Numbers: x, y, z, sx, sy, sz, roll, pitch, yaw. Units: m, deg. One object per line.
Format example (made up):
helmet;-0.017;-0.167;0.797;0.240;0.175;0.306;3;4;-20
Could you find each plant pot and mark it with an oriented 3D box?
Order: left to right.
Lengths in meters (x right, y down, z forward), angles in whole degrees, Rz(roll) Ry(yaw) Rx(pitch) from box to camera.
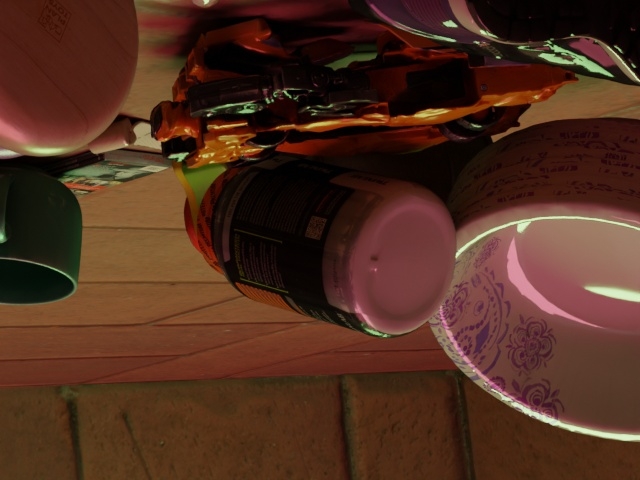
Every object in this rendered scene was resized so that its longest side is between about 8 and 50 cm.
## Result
plant pot;0.039;-0.038;1.648;0.165;0.167;0.167;7;165;-28

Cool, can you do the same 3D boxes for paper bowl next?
paper bowl;0.231;0.017;1.527;0.284;0.148;0.284;14;141;12

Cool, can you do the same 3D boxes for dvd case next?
dvd case;-0.203;-0.060;1.735;0.119;0.013;0.087;-13;169;38

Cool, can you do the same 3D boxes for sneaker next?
sneaker;0.130;-0.157;1.212;0.124;0.107;0.283;4;177;42

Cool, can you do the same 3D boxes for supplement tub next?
supplement tub;0.000;0.000;1.475;0.117;0.117;0.190;2;-171;-43

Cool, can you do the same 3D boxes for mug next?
mug;-0.262;-0.013;1.676;0.129;0.097;0.157;15;156;-31

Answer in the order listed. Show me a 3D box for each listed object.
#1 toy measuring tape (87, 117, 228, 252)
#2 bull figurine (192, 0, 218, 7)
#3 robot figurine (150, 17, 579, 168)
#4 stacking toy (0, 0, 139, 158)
toy measuring tape;-0.091;-0.028;1.703;0.121;0.121;0.330;-12;170;26
bull figurine;0.046;-0.174;0.954;0.310;0.101;0.188;1;170;-42
robot figurine;0.021;-0.108;1.392;0.291;0.085;0.211;-5;170;-14
stacking toy;-0.265;-0.101;1.136;0.330;0.141;0.141;-7;173;40
